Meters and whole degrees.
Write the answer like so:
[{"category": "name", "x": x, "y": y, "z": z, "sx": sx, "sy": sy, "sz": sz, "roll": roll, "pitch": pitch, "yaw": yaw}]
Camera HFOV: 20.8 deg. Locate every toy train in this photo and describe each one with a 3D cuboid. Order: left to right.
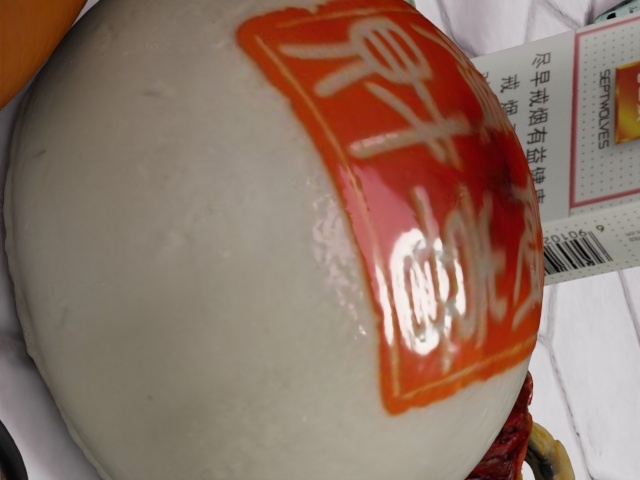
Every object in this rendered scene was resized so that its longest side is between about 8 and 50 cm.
[{"category": "toy train", "x": 0.354, "y": -0.252, "z": 1.993, "sx": 0.207, "sy": 0.047, "sz": 0.043, "roll": -34, "pitch": 106, "yaw": -62}]

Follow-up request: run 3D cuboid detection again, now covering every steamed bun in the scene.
[{"category": "steamed bun", "x": 0.000, "y": 0.000, "z": 1.033, "sx": 0.374, "sy": 0.241, "sz": 0.374, "roll": 29, "pitch": 55, "yaw": -51}]

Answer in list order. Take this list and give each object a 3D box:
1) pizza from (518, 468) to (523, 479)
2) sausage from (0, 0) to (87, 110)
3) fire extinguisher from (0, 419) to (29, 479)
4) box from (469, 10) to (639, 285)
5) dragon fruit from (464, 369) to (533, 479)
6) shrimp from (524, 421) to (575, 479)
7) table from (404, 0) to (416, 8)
[{"category": "pizza", "x": 0.133, "y": 0.102, "z": 1.421, "sx": 0.199, "sy": 0.062, "sz": 0.188, "roll": -55, "pitch": 139, "yaw": -62}, {"category": "sausage", "x": -0.175, "y": -0.122, "z": 0.871, "sx": 0.348, "sy": 0.094, "sz": 0.097, "roll": -62, "pitch": 165, "yaw": -60}, {"category": "fire extinguisher", "x": -0.185, "y": 0.122, "z": 0.793, "sx": 0.141, "sy": 0.105, "sz": 0.341, "roll": 162, "pitch": -86, "yaw": -78}, {"category": "box", "x": 0.268, "y": -0.087, "z": 1.456, "sx": 0.095, "sy": 0.330, "sz": 0.210, "roll": 45, "pitch": 41, "yaw": -43}, {"category": "dragon fruit", "x": 0.071, "y": 0.099, "z": 1.245, "sx": 0.192, "sy": 0.122, "sz": 0.092, "roll": 49, "pitch": 2, "yaw": 33}, {"category": "shrimp", "x": 0.129, "y": 0.187, "z": 1.309, "sx": 0.145, "sy": 0.059, "sz": 0.254, "roll": -32, "pitch": 110, "yaw": -18}, {"category": "table", "x": 0.071, "y": -0.120, "z": 1.293, "sx": 0.111, "sy": 0.121, "sz": 0.240, "roll": -11, "pitch": 87, "yaw": -19}]
